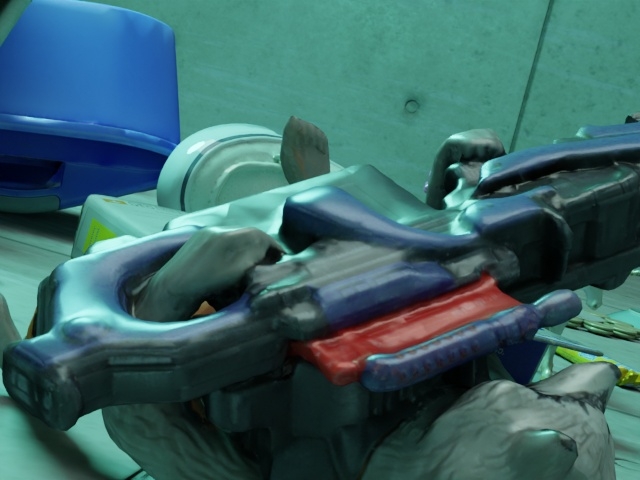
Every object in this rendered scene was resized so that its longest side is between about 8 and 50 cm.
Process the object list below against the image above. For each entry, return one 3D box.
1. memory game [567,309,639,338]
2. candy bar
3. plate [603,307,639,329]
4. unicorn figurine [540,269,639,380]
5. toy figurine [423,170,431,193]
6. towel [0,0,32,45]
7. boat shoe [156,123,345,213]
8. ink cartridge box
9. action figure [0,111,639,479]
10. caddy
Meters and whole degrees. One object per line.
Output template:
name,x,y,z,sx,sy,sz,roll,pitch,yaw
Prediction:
memory game,0.292,0.088,1.779,0.186,0.012,0.186,15,5,-1
candy bar,0.251,0.110,1.372,0.040,0.018,0.161,13,4,-19
plate,0.448,0.113,1.891,0.188,0.024,0.188,13,5,-1
unicorn figurine,0.188,0.058,1.217,0.060,0.111,0.162,14,5,-15
toy figurine,0.155,-0.023,1.709,0.173,0.159,0.130,15,9,32
towel,-0.390,-0.204,1.250,0.320,0.374,0.090,16,-29,35
boat shoe,0.016,-0.004,1.423,0.156,0.136,0.367,23,0,42
ink cartridge box,-0.002,0.045,1.097,0.304,0.072,0.307,14,7,-22
action figure,0.029,0.042,0.620,0.341,0.178,0.330,-14,21,-21
caddy,-0.288,-0.113,1.413,0.341,0.179,0.241,6,-13,-20
